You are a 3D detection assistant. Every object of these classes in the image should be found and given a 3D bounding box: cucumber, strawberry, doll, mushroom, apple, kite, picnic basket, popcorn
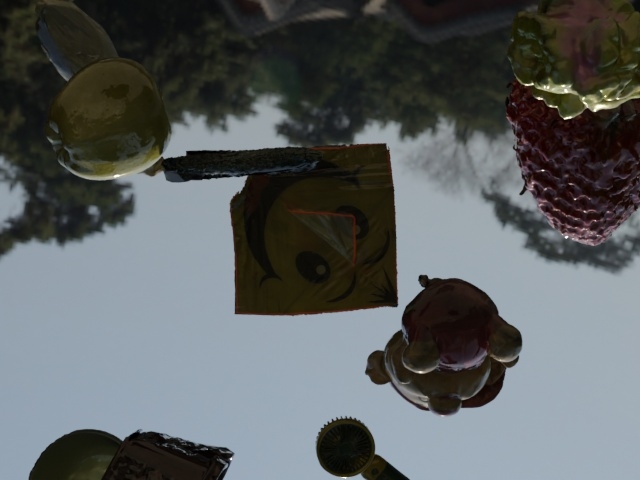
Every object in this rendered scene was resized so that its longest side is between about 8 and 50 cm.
[{"bbox_3d":[-0.119,-0.119,1.718,0.257,0.043,0.044,-3,-133,15],"label":"cucumber"},{"bbox_3d":[0.449,-0.165,1.998,0.292,0.343,0.292,8,-148,-5],"label":"strawberry"},{"bbox_3d":[0.175,0.163,1.579,0.196,0.152,0.256,23,154,4],"label":"doll"},{"bbox_3d":[-0.366,-0.257,1.899,0.109,0.351,0.097,-5,-150,51],"label":"mushroom"},{"bbox_3d":[-0.322,-0.183,1.735,0.200,0.200,0.200,14,-162,-5],"label":"apple"},{"bbox_3d":[0.001,0.000,1.813,0.327,0.377,0.013,40,-170,5],"label":"kite"},{"bbox_3d":[-0.230,0.367,1.369,0.129,0.296,0.222,26,175,2],"label":"picnic basket"},{"bbox_3d":[0.262,-0.191,1.132,0.145,0.125,0.126,6,168,46],"label":"popcorn"}]

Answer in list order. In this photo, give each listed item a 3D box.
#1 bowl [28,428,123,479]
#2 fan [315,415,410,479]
[{"bbox_3d":[-0.354,0.410,1.810,0.211,0.211,0.112,21,176,18],"label":"bowl"},{"bbox_3d":[0.061,0.305,1.551,0.155,0.082,0.039,40,-177,-8],"label":"fan"}]
